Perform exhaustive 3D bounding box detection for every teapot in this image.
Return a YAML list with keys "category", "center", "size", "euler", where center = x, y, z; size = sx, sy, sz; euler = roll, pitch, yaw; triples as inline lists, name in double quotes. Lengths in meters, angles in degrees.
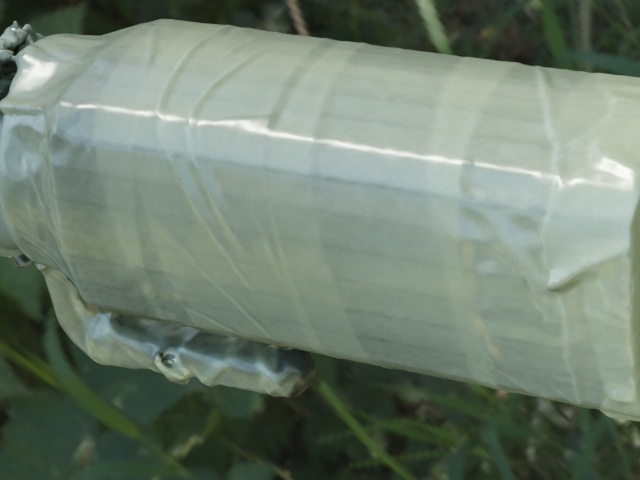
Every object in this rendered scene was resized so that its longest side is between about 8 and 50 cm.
- category: "teapot"
  center: [0.000, 0.000, 0.485]
  size: [0.200, 0.107, 0.077]
  euler: [11, 37, 25]
